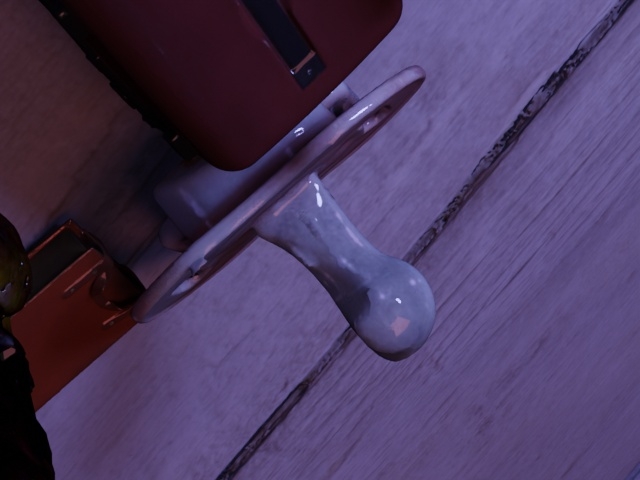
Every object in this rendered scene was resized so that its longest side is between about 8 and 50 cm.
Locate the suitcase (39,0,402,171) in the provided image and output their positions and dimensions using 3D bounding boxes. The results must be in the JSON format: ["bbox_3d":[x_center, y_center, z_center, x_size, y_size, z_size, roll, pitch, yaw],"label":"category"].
[{"bbox_3d":[-0.085,-0.211,1.086,0.236,0.161,0.297,-45,144,-3],"label":"suitcase"}]

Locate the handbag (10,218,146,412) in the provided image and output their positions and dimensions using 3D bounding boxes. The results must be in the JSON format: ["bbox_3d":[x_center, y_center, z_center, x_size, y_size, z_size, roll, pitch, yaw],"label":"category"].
[{"bbox_3d":[-0.251,0.079,1.288,0.190,0.063,0.127,-41,145,-3],"label":"handbag"}]

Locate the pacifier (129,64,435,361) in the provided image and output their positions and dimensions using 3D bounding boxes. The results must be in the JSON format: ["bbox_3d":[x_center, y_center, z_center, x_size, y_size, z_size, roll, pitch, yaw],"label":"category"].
[{"bbox_3d":[-0.021,-0.022,1.260,0.332,0.273,0.220,-42,141,6],"label":"pacifier"}]

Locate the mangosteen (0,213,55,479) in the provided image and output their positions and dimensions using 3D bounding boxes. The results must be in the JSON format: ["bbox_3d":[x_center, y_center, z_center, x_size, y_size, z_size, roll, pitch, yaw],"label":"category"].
[{"bbox_3d":[-0.366,0.133,0.990,0.381,0.421,0.381,-2,158,-1],"label":"mangosteen"}]
